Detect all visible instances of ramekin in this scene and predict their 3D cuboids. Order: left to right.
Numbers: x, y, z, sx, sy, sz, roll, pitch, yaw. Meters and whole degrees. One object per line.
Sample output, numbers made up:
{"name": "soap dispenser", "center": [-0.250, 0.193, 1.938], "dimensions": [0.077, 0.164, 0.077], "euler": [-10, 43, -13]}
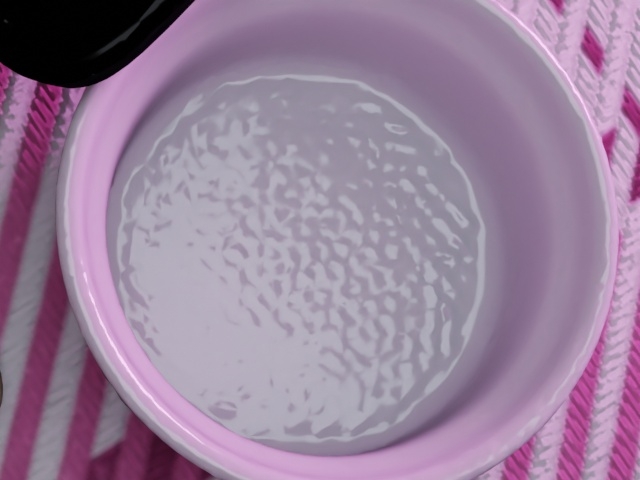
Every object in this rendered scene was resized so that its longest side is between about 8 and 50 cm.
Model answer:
{"name": "ramekin", "center": [0.000, 0.000, 0.990], "dimensions": [0.277, 0.135, 0.277], "euler": [2, 80, -11]}

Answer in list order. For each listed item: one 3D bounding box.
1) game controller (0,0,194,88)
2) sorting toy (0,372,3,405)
{"name": "game controller", "center": [-0.162, -0.199, 0.963], "dimensions": [0.166, 0.067, 0.319], "euler": [-41, 57, -16]}
{"name": "sorting toy", "center": [-0.280, -0.011, 0.891], "dimensions": [0.307, 0.041, 0.229], "euler": [-2, 76, -51]}
